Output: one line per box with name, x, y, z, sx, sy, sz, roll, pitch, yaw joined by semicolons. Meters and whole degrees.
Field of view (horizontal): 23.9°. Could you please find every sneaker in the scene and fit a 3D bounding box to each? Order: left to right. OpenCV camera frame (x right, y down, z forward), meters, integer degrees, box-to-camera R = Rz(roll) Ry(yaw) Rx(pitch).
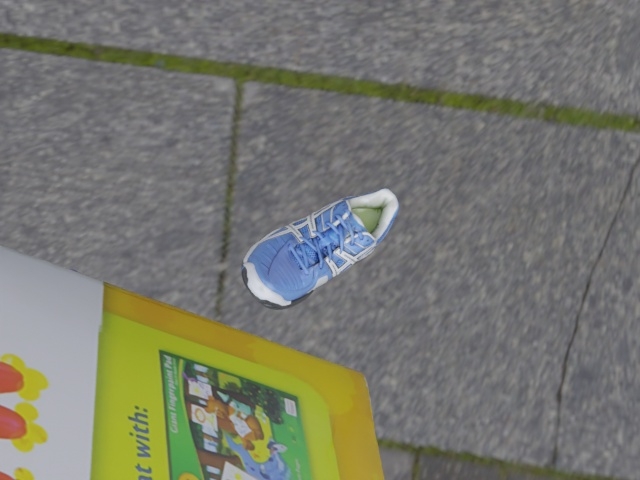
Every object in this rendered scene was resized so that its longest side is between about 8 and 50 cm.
sneaker;0.000;0.000;1.533;0.080;0.211;0.081;51;135;5

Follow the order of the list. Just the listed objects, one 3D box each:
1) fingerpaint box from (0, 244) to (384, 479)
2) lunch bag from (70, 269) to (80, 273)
fingerpaint box;-0.147;0.192;0.453;0.371;0.445;0.163;21;124;-26
lunch bag;-0.223;0.197;1.205;0.293;0.221;0.138;-40;59;2
